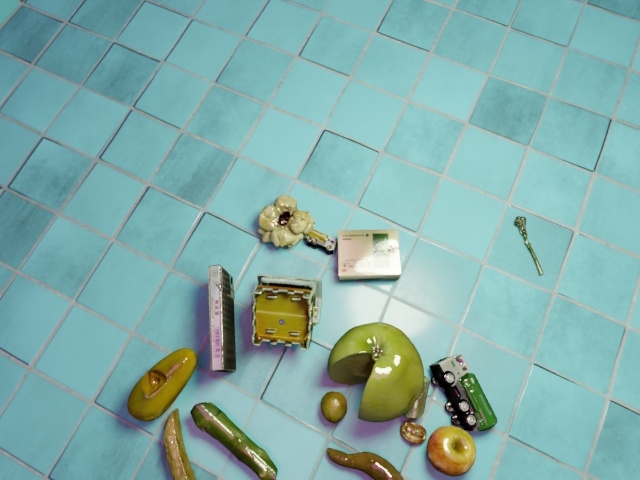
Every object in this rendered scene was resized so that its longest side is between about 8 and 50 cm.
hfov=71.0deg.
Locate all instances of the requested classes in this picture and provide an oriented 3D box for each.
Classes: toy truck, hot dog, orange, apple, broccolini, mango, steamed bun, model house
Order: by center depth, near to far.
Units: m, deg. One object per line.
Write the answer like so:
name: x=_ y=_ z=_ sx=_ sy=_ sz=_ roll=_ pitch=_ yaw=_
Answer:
apple: x=0.165 y=0.387 z=1.349 sx=0.291 sy=0.254 sz=0.292 roll=-1 pitch=50 yaw=1
apple: x=0.389 y=0.632 z=1.349 sx=0.146 sy=0.146 sz=0.147 roll=-1 pitch=72 yaw=2
toy truck: x=0.447 y=0.478 z=1.402 sx=0.124 sy=0.101 sz=0.243 roll=-21 pitch=75 yaw=-18
hot dog: x=0.292 y=0.601 z=1.403 sx=0.083 sy=0.035 sz=0.058 roll=19 pitch=70 yaw=8
orange: x=0.042 y=0.524 z=1.412 sx=0.085 sy=0.085 sz=0.095 roll=2 pitch=70 yaw=3
mango: x=-0.495 y=0.449 z=1.421 sx=0.130 sy=0.167 sz=0.262 roll=41 pitch=74 yaw=-1
model house: x=-0.115 y=0.217 z=1.447 sx=0.223 sy=0.215 sz=0.199 roll=4 pitch=104 yaw=4
broccolini: x=0.730 y=0.016 z=1.572 sx=0.044 sy=0.042 sz=0.218 roll=-13 pitch=74 yaw=-1
steamed bun: x=-0.137 y=-0.065 z=1.574 sx=0.192 sy=0.106 sz=0.177 roll=-43 pitch=59 yaw=-2
toy truck: x=0.000 y=0.000 z=1.595 sx=0.123 sy=0.052 sz=0.063 roll=23 pitch=68 yaw=10

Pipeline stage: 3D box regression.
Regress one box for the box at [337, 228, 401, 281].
box: x=0.164 y=0.053 z=1.552 sx=0.211 sy=0.095 sz=0.168 roll=-2 pitch=75 yaw=2

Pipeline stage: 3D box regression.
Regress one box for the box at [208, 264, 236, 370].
box: x=-0.318 y=0.256 z=1.457 sx=0.047 sy=0.180 sz=0.325 roll=-5 pitch=73 yaw=1

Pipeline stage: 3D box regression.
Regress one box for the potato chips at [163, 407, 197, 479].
potato chips: x=-0.402 y=0.725 z=1.376 sx=0.080 sy=0.057 sz=0.407 roll=-29 pitch=74 yaw=-3

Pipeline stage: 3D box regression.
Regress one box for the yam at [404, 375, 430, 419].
yam: x=0.304 y=0.494 z=1.422 sx=0.069 sy=0.070 sz=0.147 roll=15 pitch=73 yaw=6

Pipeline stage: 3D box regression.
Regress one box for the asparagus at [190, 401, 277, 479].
asparagus: x=-0.260 y=0.624 z=1.393 sx=0.343 sy=0.085 sz=0.082 roll=37 pitch=66 yaw=7

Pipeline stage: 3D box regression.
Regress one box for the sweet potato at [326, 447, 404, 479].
sweet potato: x=0.176 y=0.714 z=1.351 sx=0.346 sy=0.079 sz=0.108 roll=34 pitch=89 yaw=15
